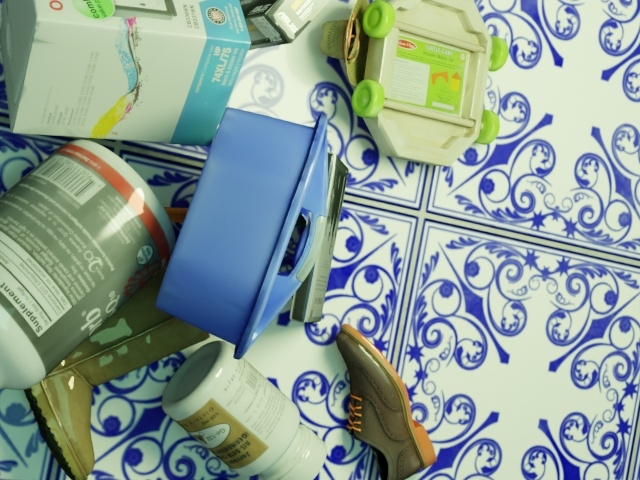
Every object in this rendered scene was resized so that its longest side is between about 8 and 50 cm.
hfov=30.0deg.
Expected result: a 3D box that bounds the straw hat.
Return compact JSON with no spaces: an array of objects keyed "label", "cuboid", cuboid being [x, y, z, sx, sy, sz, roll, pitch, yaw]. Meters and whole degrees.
[{"label":"straw hat","cuboid":[0.030,-0.299,1.777,0.061,0.144,0.144,7,89,15]}]

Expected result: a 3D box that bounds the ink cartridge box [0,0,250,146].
[{"label":"ink cartridge box","cuboid":[-0.260,-0.263,1.544,0.270,0.197,0.198,2,51,-24]}]

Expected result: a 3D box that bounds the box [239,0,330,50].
[{"label":"box","cuboid":[-0.048,-0.345,1.656,0.056,0.231,0.183,46,75,-22]}]

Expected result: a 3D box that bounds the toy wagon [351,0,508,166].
[{"label":"toy wagon","cuboid":[0.173,-0.291,1.826,0.267,0.068,0.344,8,88,-39]}]

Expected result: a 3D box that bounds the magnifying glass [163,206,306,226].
[{"label":"magnifying glass","cuboid":[-0.123,-0.035,1.724,0.231,0.092,0.026,0,96,-14]}]

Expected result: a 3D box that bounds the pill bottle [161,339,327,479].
[{"label":"pill bottle","cuboid":[-0.104,0.261,1.713,0.229,0.131,0.131,44,75,-20]}]

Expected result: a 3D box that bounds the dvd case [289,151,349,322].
[{"label":"dvd case","cuboid":[0.000,0.000,1.730,0.029,0.179,0.239,11,88,7]}]

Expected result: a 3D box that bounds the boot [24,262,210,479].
[{"label":"boot","cuboid":[-0.271,0.178,1.659,0.269,0.089,0.236,-25,103,-22]}]

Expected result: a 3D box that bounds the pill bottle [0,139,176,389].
[{"label":"pill bottle","cuboid":[-0.375,0.056,1.512,0.363,0.210,0.210,-45,109,-26]}]

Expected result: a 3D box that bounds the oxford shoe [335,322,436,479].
[{"label":"oxford shoe","cuboid":[0.081,0.253,1.818,0.098,0.097,0.271,-32,105,-14]}]

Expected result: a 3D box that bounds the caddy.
[{"label":"caddy","cuboid":[-0.085,-0.016,1.571,0.179,0.241,0.341,20,92,-4]}]
